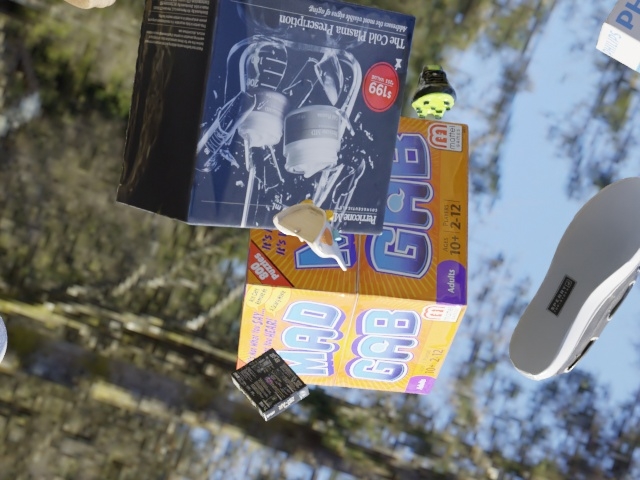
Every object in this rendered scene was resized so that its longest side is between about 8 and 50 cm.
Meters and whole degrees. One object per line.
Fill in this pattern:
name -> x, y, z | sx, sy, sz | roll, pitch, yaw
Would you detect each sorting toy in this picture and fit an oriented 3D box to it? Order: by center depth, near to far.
sorting toy -> 0.000, 0.000, 1.497 | 0.045, 0.075, 0.083 | -43, -142, -14

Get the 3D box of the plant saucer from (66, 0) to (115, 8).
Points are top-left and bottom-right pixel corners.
plant saucer -> -0.428, -0.452, 2.096 | 0.041, 0.278, 0.278 | -49, -173, -12

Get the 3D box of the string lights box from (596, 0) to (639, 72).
string lights box -> 0.381, -0.162, 1.159 | 0.133, 0.259, 0.077 | -58, 171, -4

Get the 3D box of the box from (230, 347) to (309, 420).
box -> -0.065, 0.181, 1.737 | 0.083, 0.067, 0.018 | 43, -24, 39

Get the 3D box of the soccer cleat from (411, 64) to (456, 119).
soccer cleat -> 0.155, -0.210, 1.901 | 0.179, 0.060, 0.072 | 32, 60, -90

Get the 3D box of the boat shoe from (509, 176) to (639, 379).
boat shoe -> 0.271, 0.041, 1.342 | 0.080, 0.076, 0.228 | 39, -71, 38

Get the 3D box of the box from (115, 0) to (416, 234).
box -> -0.069, -0.178, 1.847 | 0.179, 0.343, 0.313 | 17, -79, 48

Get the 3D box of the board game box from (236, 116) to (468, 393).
board game box -> 0.051, 0.022, 2.387 | 0.356, 0.356, 0.356 | 102, -7, -59

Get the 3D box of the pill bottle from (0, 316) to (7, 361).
pill bottle -> -0.429, 0.122, 1.614 | 0.184, 0.103, 0.103 | -21, -131, 70
